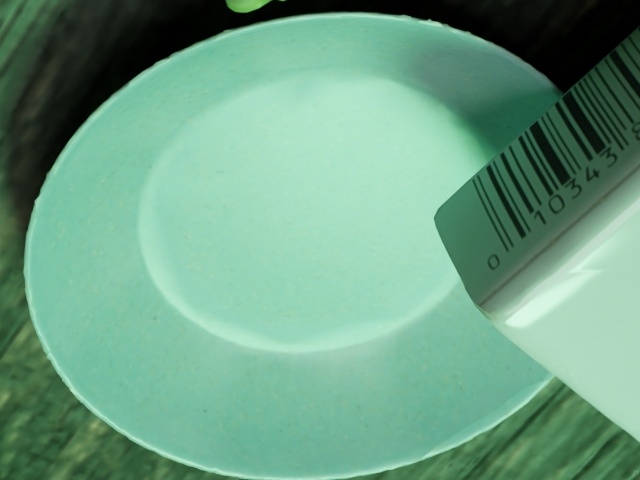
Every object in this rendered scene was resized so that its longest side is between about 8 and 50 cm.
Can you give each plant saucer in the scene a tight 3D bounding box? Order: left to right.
[{"bbox_3d":[0.000,0.000,0.574,0.195,0.037,0.195,-4,127,-5],"label":"plant saucer"}]

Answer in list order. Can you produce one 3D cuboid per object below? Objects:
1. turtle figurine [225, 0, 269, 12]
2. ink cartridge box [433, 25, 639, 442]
[{"bbox_3d":[-0.112,-0.146,0.349,0.198,0.274,0.266,-2,143,39],"label":"turtle figurine"},{"bbox_3d":[0.260,-0.016,0.558,0.324,0.071,0.330,-43,125,14],"label":"ink cartridge box"}]
